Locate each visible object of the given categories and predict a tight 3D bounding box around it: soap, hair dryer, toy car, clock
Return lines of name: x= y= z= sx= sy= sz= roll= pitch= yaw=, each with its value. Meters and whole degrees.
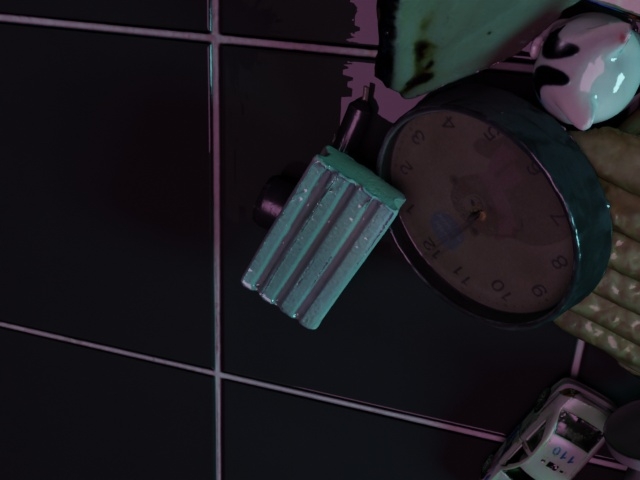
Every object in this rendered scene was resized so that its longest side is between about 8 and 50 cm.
soap: x=0.000 y=0.000 z=0.829 sx=0.114 sy=0.063 sz=0.198 roll=35 pitch=120 yaw=1
hair dryer: x=0.008 y=-0.092 z=0.876 sx=0.124 sy=0.071 sz=0.219 roll=27 pitch=111 yaw=5
toy car: x=0.292 y=0.281 z=0.920 sx=0.090 sy=0.076 sz=0.224 roll=30 pitch=117 yaw=4
clock: x=0.173 y=-0.029 z=0.768 sx=0.280 sy=0.055 sz=0.280 roll=35 pitch=143 yaw=32

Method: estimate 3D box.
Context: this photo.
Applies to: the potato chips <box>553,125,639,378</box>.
potato chips: x=0.378 y=0.062 z=0.717 sx=0.429 sy=0.070 sz=0.358 roll=30 pitch=155 yaw=28

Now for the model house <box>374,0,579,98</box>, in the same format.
model house: x=0.151 y=-0.350 z=0.637 sx=0.297 sy=0.317 sz=0.282 roll=-13 pitch=63 yaw=-1

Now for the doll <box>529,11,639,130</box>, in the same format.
doll: x=0.264 y=-0.168 z=0.694 sx=0.107 sy=0.181 sz=0.110 roll=20 pitch=111 yaw=25

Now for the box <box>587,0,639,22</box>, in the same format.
box: x=0.385 y=-0.338 z=0.632 sx=0.198 sy=0.084 sz=0.310 roll=24 pitch=117 yaw=9

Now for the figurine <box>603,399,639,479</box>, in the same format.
figurine: x=0.429 y=0.309 z=0.842 sx=0.133 sy=0.176 sz=0.236 roll=11 pitch=125 yaw=60

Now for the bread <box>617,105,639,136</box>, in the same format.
bread: x=0.412 y=-0.053 z=0.726 sx=0.236 sy=0.106 sz=0.140 roll=45 pitch=117 yaw=-3
